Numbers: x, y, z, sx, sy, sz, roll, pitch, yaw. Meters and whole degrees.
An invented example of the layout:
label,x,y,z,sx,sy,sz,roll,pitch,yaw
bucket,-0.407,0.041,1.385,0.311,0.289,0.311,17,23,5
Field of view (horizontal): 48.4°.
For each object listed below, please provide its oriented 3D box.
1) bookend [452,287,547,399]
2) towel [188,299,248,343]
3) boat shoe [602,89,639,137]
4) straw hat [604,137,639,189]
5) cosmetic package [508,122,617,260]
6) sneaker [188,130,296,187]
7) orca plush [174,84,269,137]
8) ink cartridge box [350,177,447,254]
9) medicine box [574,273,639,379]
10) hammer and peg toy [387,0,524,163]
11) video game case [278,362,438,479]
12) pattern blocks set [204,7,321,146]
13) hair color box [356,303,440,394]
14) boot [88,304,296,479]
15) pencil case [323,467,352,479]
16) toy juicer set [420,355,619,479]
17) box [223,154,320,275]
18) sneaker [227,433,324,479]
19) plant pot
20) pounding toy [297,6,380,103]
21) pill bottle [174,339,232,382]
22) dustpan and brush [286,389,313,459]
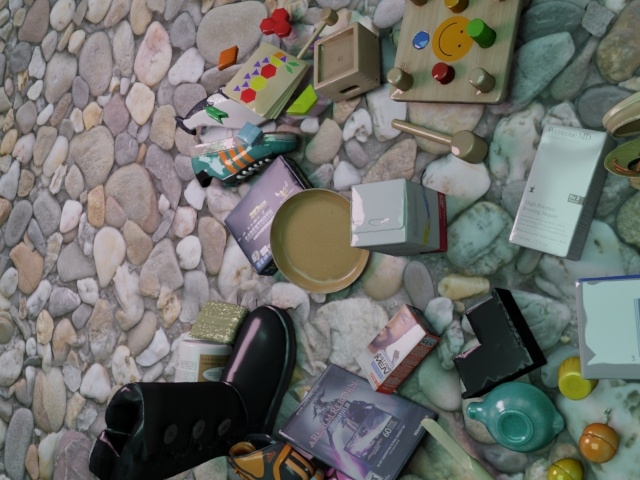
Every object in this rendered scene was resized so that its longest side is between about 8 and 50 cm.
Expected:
label,x,y,z,sx,sy,sz,roll,pitch,yaw
bookend,0.315,0.197,1.348,0.157,0.072,0.156,-36,63,27
towel,-0.252,0.201,1.758,0.148,0.027,0.110,3,55,36
boat shoe,0.624,-0.213,1.168,0.302,0.109,0.098,-13,74,28
straw hat,0.562,-0.119,1.220,0.144,0.144,0.061,6,128,36
cosmetic package,0.439,-0.088,1.294,0.117,0.085,0.231,18,95,36
sneaker,-0.185,-0.198,1.756,0.302,0.108,0.121,-6,100,29
orca plush,-0.228,-0.333,1.827,0.287,0.102,0.151,-20,117,37
ink cartridge box,0.158,-0.042,1.431,0.128,0.176,0.127,-6,80,35
medicine box,0.552,0.126,1.054,0.263,0.289,0.149,-7,81,35
hammer and peg toy,0.254,-0.349,1.437,0.266,0.127,0.361,11,90,36
video game case,0.073,0.379,1.457,0.274,0.026,0.196,20,58,35
pattern blocks set,-0.126,-0.385,1.700,0.325,0.026,0.285,-44,68,-6
hair color box,0.157,0.223,1.458,0.167,0.053,0.093,-51,42,17
boot,-0.252,0.311,1.507,0.146,0.445,0.367,8,88,36
pencil case,0.057,0.509,1.478,0.209,0.095,0.098,-61,21,15
toy juicer set,0.374,0.356,1.287,0.329,0.089,0.209,-28,86,26
box,-0.107,-0.058,1.695,0.233,0.059,0.183,-46,60,21
sneaker,-0.142,0.524,1.547,0.180,0.124,0.321,44,120,2
plant pot,0.000,0.000,1.586,0.236,0.032,0.236,4,102,20
pounding toy,0.042,-0.427,1.629,0.181,0.094,0.206,-15,66,38
pill bottle,-0.288,0.360,1.721,0.131,0.131,0.229,3,85,36
dustpan and brush,-0.011,0.431,1.533,0.211,0.060,0.147,26,99,46
